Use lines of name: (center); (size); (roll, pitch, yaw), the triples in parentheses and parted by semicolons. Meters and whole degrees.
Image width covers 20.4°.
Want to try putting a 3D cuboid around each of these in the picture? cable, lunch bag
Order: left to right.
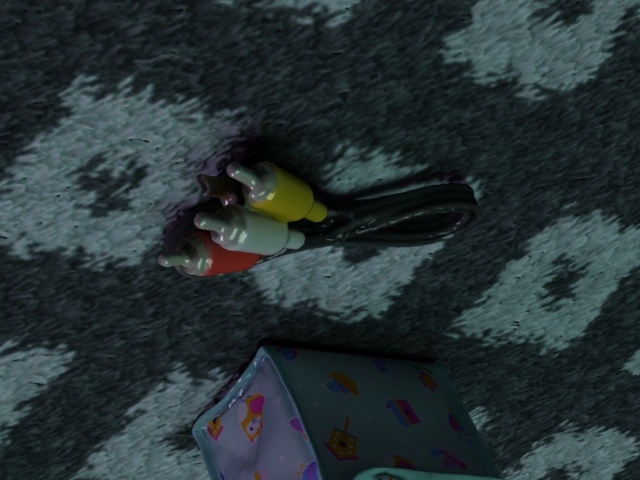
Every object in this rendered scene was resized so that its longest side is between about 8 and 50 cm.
cable: (0.000, 0.000, 1.336); (0.287, 0.072, 0.139); (10, 135, -41)
lunch bag: (0.046, 0.227, 1.483); (0.223, 0.262, 0.160); (10, 130, -40)
